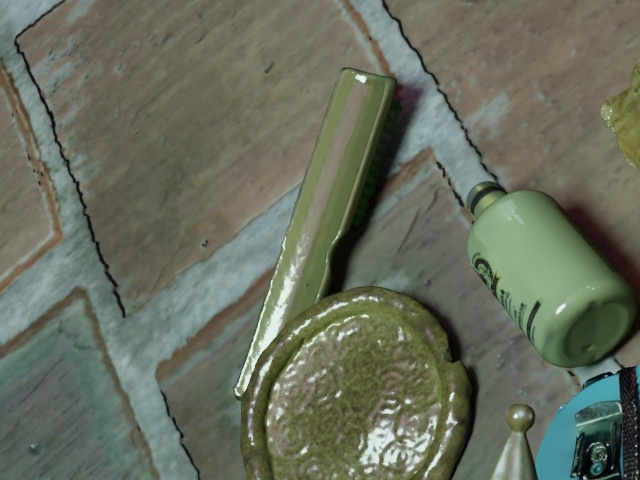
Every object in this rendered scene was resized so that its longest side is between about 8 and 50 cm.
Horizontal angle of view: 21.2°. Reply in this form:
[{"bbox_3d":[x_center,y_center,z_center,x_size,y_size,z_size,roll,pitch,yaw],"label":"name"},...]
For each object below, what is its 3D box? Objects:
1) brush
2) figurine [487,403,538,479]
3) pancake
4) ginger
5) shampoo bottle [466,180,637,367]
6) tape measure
[{"bbox_3d":[0.000,0.000,1.362,0.054,0.048,0.282,15,82,30],"label":"brush"},{"bbox_3d":[0.107,0.295,1.008,0.166,0.207,0.387,6,76,13],"label":"figurine"},{"bbox_3d":[0.024,0.129,1.274,0.199,0.021,0.199,-10,67,24],"label":"pancake"},{"bbox_3d":[0.264,-0.056,1.196,0.096,0.067,0.165,-28,65,20],"label":"ginger"},{"bbox_3d":[0.153,0.013,1.222,0.079,0.079,0.162,-42,49,8],"label":"shampoo bottle"},{"bbox_3d":[0.203,0.147,1.109,0.125,0.081,0.146,-23,45,37],"label":"tape measure"}]
